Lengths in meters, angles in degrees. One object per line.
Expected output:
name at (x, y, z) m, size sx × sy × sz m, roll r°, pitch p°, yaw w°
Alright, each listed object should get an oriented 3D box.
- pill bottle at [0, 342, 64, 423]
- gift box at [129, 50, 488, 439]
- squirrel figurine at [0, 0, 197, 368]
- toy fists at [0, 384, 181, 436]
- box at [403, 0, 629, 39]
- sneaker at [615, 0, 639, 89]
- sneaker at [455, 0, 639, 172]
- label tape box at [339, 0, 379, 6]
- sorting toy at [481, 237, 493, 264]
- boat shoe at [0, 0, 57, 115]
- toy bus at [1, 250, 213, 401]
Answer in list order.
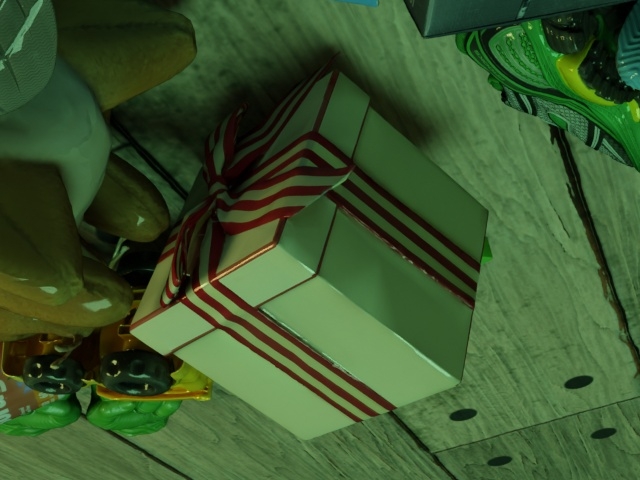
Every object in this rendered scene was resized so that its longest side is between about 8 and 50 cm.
pill bottle at (-0.429, 0.177, 1.170) m, size 0.216 × 0.121 × 0.121 m, roll -23°, pitch 150°, yaw -20°
gift box at (0.000, 0.000, 0.915) m, size 0.258 × 0.255 × 0.276 m, roll 37°, pitch 131°, yaw -23°
squirrel figurine at (-0.338, -0.040, 0.877) m, size 0.397 × 0.281 × 0.370 m, roll 15°, pitch 151°, yaw -8°
toy fists at (-0.325, 0.212, 1.323) m, size 0.279 × 0.096 × 0.142 m, roll 3°, pitch 142°, yaw -13°
box at (0.158, -0.246, 0.633) m, size 0.183 × 0.059 × 0.232 m, roll -12°, pitch 147°, yaw -13°
sneaker at (0.329, -0.188, 0.817) m, size 0.229 × 0.087 × 0.092 m, roll -40°, pitch 155°, yaw -22°
sneaker at (0.253, -0.162, 0.917) m, size 0.146 × 0.134 × 0.343 m, roll 12°, pitch 170°, yaw 40°
label tape box at (-0.095, -0.259, 0.625) m, size 0.241 × 0.106 × 0.333 m, roll 11°, pitch 147°, yaw 15°
sorting toy at (0.062, 0.061, 1.229) m, size 0.348 × 0.047 × 0.196 m, roll -32°, pitch 138°, yaw 31°
boat shoe at (-0.272, -0.226, 0.620) m, size 0.123 × 0.116 × 0.324 m, roll -26°, pitch 133°, yaw -6°
toy bus at (-0.222, 0.122, 1.117) m, size 0.220 × 0.149 × 0.211 m, roll -4°, pitch 153°, yaw 11°
